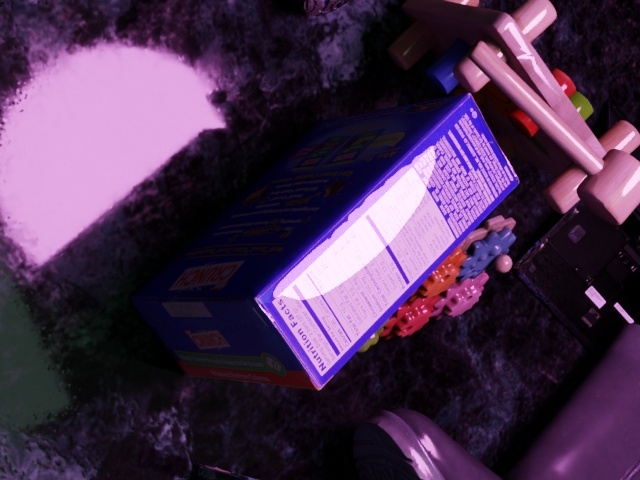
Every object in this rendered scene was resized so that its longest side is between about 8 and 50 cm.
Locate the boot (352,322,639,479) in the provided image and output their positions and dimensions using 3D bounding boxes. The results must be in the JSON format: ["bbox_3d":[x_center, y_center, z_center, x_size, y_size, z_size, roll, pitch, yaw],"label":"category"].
[{"bbox_3d":[0.281,0.243,1.514,0.445,0.146,0.367,-36,111,-26],"label":"boot"}]

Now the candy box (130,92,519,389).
[{"bbox_3d":[0.000,0.000,1.257,0.317,0.268,0.122,-43,111,-26],"label":"candy box"}]

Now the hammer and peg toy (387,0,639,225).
[{"bbox_3d":[0.230,-0.160,1.366,0.127,0.361,0.266,-43,114,-4],"label":"hammer and peg toy"}]

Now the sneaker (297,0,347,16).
[{"bbox_3d":[0.038,-0.333,1.405,0.087,0.083,0.221,46,60,-11],"label":"sneaker"}]

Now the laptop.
[{"bbox_3d":[0.391,-0.008,1.682,0.264,0.136,0.234,-46,117,3],"label":"laptop"}]

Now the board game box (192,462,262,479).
[{"bbox_3d":[-0.029,0.278,1.327,0.186,0.126,0.026,23,78,-33],"label":"board game box"}]

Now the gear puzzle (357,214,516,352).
[{"bbox_3d":[0.080,0.075,1.382,0.339,0.175,0.044,-19,61,-33],"label":"gear puzzle"}]
